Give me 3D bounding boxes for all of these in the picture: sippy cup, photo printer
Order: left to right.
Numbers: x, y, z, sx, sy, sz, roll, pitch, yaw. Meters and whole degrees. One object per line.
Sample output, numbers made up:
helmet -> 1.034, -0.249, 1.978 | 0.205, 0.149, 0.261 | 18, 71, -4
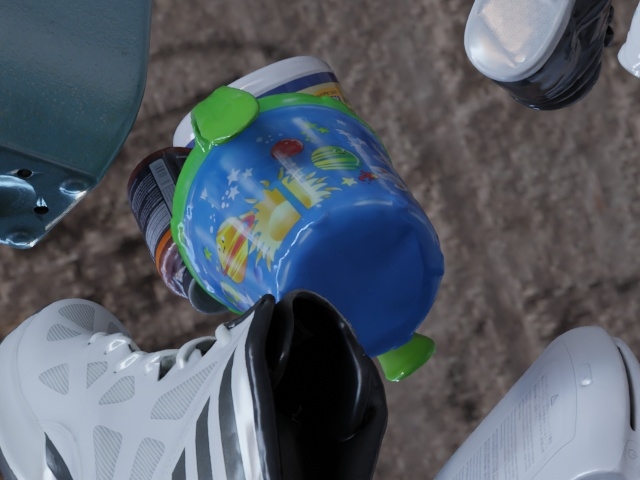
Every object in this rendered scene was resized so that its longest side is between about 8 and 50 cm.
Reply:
sippy cup -> 0.000, 0.000, 1.476 | 0.224, 0.305, 0.240 | 44, 117, 60
photo printer -> 0.226, 0.248, 1.588 | 0.107, 0.307, 0.256 | 29, -150, -12

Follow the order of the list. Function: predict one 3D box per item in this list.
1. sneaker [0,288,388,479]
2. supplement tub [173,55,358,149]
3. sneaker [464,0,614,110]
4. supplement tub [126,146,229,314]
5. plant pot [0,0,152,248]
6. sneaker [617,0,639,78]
sneaker -> -0.075, 0.116, 1.029 | 0.169, 0.257, 0.447 | 34, -166, -30
supplement tub -> -0.021, -0.045, 1.945 | 0.316, 0.228, 0.228 | 62, 180, 7
sneaker -> 0.222, -0.240, 1.321 | 0.104, 0.296, 0.147 | 28, 172, 22
supplement tub -> -0.134, -0.008, 1.664 | 0.198, 0.106, 0.106 | -120, 8, -47
plant pot -> -0.326, -0.142, 1.577 | 0.247, 0.248, 0.252 | 20, -133, -35
sneaker -> 0.235, -0.098, 0.816 | 0.053, 0.152, 0.061 | -44, -30, -61
